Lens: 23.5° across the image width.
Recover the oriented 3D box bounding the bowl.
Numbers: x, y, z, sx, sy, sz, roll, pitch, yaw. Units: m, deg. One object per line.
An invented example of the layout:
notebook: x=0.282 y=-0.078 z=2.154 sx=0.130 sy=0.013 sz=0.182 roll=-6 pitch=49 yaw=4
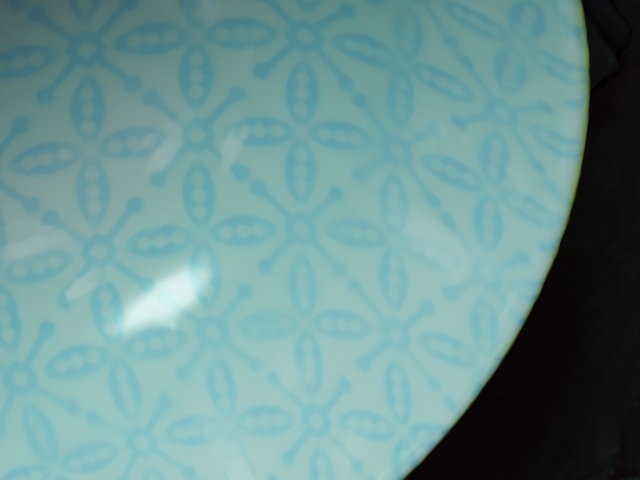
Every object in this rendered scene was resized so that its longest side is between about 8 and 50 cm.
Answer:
bowl: x=-0.087 y=-0.037 z=0.432 sx=0.289 sy=0.156 sz=0.289 roll=-14 pitch=128 yaw=-19

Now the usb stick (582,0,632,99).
usb stick: x=0.000 y=0.000 z=0.577 sx=0.278 sy=0.045 sz=0.077 roll=-43 pitch=130 yaw=5
